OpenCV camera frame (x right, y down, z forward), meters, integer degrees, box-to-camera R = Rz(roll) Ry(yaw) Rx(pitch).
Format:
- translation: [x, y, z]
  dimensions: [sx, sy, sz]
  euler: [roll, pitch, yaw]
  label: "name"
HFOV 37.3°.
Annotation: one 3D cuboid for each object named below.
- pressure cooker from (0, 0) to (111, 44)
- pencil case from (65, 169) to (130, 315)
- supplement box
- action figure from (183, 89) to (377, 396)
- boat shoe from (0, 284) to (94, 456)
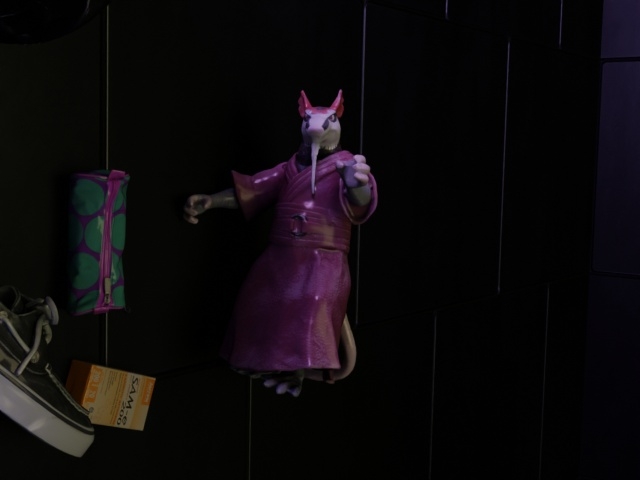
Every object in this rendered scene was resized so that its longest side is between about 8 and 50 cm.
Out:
- translation: [-0.240, -0.407, 0.676]
  dimensions: [0.375, 0.370, 0.420]
  euler: [30, 67, -26]
  label: "pressure cooker"
- translation: [-0.231, 0.002, 0.988]
  dimensions: [0.064, 0.070, 0.151]
  euler: [0, 93, -37]
  label: "pencil case"
- translation: [-0.232, 0.170, 1.037]
  dimensions: [0.098, 0.036, 0.062]
  euler: [25, 75, -53]
  label: "supplement box"
- translation: [0.000, 0.000, 1.158]
  dimensions: [0.276, 0.248, 0.370]
  euler: [17, 83, -54]
  label: "action figure"
- translation: [-0.296, 0.087, 0.875]
  dimensions: [0.105, 0.113, 0.306]
  euler: [-50, 124, -19]
  label: "boat shoe"
